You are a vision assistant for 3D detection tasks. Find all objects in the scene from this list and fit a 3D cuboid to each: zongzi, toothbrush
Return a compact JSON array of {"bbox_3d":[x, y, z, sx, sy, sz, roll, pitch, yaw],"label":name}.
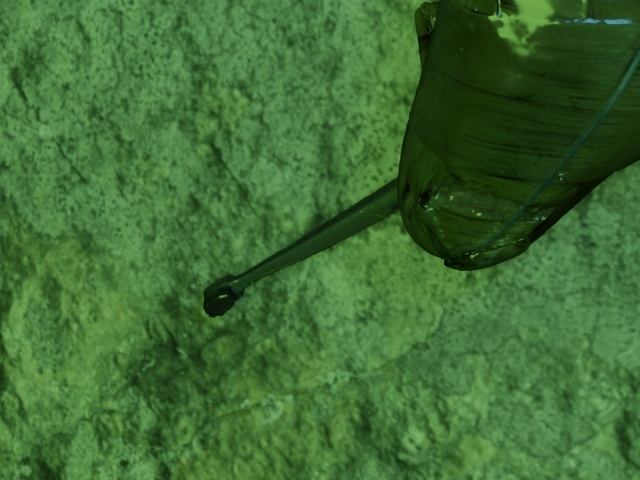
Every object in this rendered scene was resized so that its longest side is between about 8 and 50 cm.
[{"bbox_3d":[0.257,-0.103,1.085,0.360,0.160,0.323,9,126,-5],"label":"zongzi"},{"bbox_3d":[0.000,0.000,1.264,0.297,0.030,0.030,-30,117,26],"label":"toothbrush"},{"bbox_3d":[0.127,-0.176,1.159,0.083,0.040,0.076,-7,94,13],"label":"zongzi"}]
